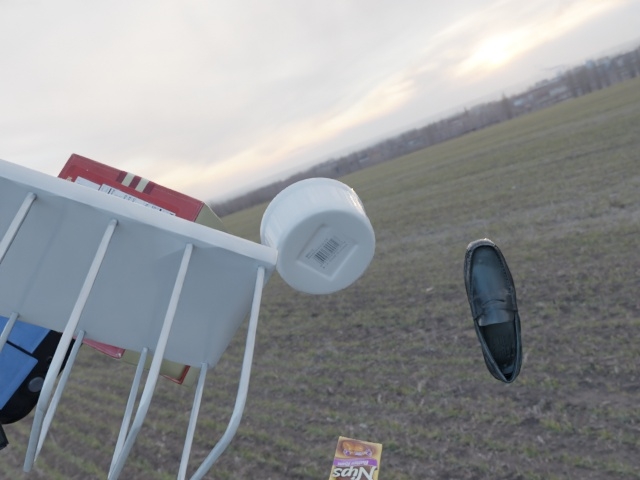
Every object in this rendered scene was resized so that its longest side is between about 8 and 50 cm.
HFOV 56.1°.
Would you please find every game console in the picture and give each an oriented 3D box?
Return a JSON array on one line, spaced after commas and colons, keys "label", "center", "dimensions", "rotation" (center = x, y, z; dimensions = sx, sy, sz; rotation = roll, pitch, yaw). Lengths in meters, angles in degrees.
[{"label": "game console", "center": [-0.762, 0.236, 1.428], "dimensions": [0.060, 0.386, 0.342], "rotation": [25, 70, 39]}]

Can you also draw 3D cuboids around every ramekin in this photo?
[{"label": "ramekin", "center": [0.000, 0.000, 1.469], "dimensions": [0.277, 0.277, 0.135], "rotation": [-21, 33, -5]}]

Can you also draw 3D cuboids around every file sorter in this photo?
[{"label": "file sorter", "center": [-0.204, 0.086, 0.496], "dimensions": [0.173, 0.277, 0.193], "rotation": [-87, 23, -43]}]

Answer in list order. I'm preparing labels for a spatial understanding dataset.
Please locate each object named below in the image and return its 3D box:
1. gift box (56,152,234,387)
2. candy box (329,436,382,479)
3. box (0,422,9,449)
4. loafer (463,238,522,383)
[{"label": "gift box", "center": [-0.271, 0.038, 0.870], "dimensions": [0.255, 0.276, 0.258], "rotation": [-60, -21, -13]}, {"label": "candy box", "center": [0.081, 0.546, 1.404], "dimensions": [0.109, 0.053, 0.187], "rotation": [8, 24, 8]}, {"label": "box", "center": [-0.608, 0.291, 0.903], "dimensions": [0.051, 0.175, 0.220], "rotation": [-13, 9, 30]}, {"label": "loafer", "center": [0.270, 0.108, 0.921], "dimensions": [0.076, 0.223, 0.078], "rotation": [-11, 6, 8]}]
